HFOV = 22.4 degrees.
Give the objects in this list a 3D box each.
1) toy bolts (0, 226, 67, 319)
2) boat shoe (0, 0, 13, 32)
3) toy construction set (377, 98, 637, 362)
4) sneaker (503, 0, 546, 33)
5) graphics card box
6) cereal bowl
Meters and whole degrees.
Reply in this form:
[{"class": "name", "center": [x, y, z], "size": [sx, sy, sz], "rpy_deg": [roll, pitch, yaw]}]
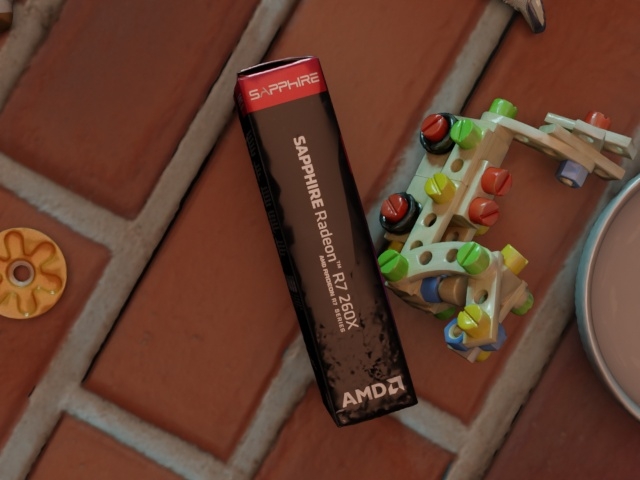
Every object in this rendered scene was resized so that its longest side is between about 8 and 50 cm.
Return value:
[{"class": "toy bolts", "center": [-0.398, 0.020, 1.712], "size": [0.218, 0.158, 0.228], "rpy_deg": [-27, 92, -3]}, {"class": "boat shoe", "center": [-0.456, -0.301, 1.717], "size": [0.277, 0.098, 0.096], "rpy_deg": [16, 71, -33]}, {"class": "toy construction set", "center": [0.183, -0.033, 1.723], "size": [0.327, 0.215, 0.151], "rpy_deg": [-51, 130, -21]}, {"class": "sneaker", "center": [0.206, -0.286, 1.811], "size": [0.058, 0.052, 0.135], "rpy_deg": [-30, 85, 7]}, {"class": "graphics card box", "center": [0.000, 0.000, 1.702], "size": [0.094, 0.233, 0.370], "rpy_deg": [-15, 90, -4]}, {"class": "cereal bowl", "center": [0.438, 0.064, 1.776], "size": [0.339, 0.141, 0.338], "rpy_deg": [0, 90, -4]}]
